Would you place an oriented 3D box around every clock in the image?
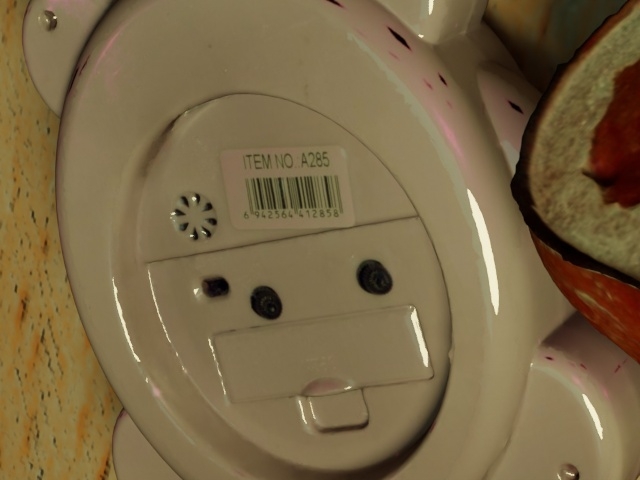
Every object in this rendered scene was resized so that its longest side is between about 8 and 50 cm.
[{"bbox_3d":[0.000,0.000,0.968,0.295,0.113,0.322,-10,103,31],"label":"clock"}]

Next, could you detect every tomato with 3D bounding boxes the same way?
[{"bbox_3d":[0.197,0.000,0.778,0.214,0.180,0.155,38,165,45],"label":"tomato"}]
